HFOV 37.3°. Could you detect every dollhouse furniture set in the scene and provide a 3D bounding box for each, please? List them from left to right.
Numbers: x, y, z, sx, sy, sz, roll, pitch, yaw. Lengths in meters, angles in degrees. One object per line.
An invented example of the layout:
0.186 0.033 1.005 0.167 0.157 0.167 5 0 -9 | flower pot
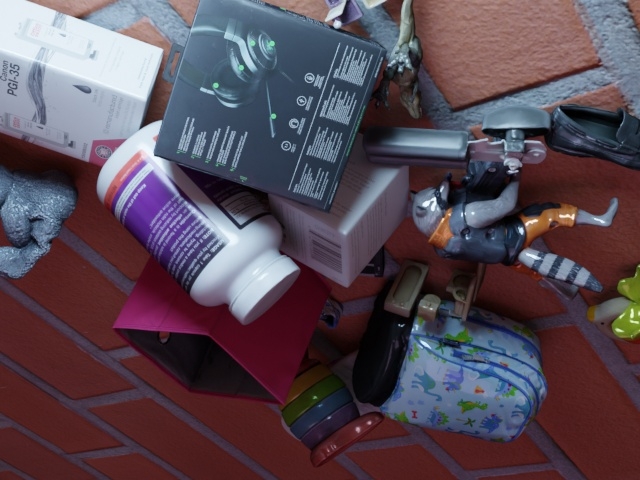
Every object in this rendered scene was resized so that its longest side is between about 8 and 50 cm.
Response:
0.049 -0.336 1.270 0.114 0.081 0.091 -23 116 24 | dollhouse furniture set
0.215 0.063 1.741 0.151 0.144 0.123 18 141 14 | dollhouse furniture set

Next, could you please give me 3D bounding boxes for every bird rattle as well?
0.625 0.144 1.779 0.253 0.143 0.207 20 157 -34 | bird rattle

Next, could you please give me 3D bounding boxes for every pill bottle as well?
-0.187 -0.024 1.485 0.323 0.181 0.181 46 143 10 | pill bottle

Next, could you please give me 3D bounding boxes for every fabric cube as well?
-0.178 0.124 1.764 0.259 0.258 0.254 0 145 37 | fabric cube

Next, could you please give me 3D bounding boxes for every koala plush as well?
-0.575 -0.081 1.708 0.221 0.196 0.203 34 126 -28 | koala plush

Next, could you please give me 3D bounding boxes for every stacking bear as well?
-0.027 0.321 2.026 0.289 0.175 0.164 54 153 14 | stacking bear

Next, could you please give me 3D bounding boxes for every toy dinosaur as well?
0.118 -0.256 1.338 0.064 0.118 0.268 20 145 13 | toy dinosaur

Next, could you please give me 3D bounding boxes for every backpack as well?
0.275 0.259 1.903 0.355 0.273 0.290 7 128 -17 | backpack

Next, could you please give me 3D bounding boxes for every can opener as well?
0.205 -0.151 1.435 0.280 0.093 0.074 1 160 12 | can opener

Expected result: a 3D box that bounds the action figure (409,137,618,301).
0.308 -0.037 1.532 0.330 0.179 0.341 12 141 -2 | action figure

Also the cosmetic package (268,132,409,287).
0.033 -0.059 1.531 0.151 0.184 0.151 29 149 22 | cosmetic package

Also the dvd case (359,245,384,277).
0.000 0.000 1.784 0.238 0.030 0.179 5 144 9 | dvd case

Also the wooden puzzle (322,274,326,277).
-0.025 0.062 1.893 0.083 0.006 0.049 10 144 1 | wooden puzzle

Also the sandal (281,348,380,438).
0.069 0.323 2.147 0.416 0.102 0.169 -32 112 28 | sandal

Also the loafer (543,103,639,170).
0.449 -0.157 1.416 0.223 0.076 0.078 10 145 2 | loafer

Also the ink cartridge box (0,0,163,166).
-0.411 -0.244 1.488 0.283 0.117 0.207 18 144 -10 | ink cartridge box

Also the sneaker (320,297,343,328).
-0.002 0.134 1.941 0.052 0.058 0.135 -21 133 36 | sneaker

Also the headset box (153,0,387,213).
-0.083 -0.206 1.341 0.283 0.131 0.246 17 104 -9 | headset box

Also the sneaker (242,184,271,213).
-0.102 -0.104 1.618 0.135 0.098 0.276 -3 147 32 | sneaker
